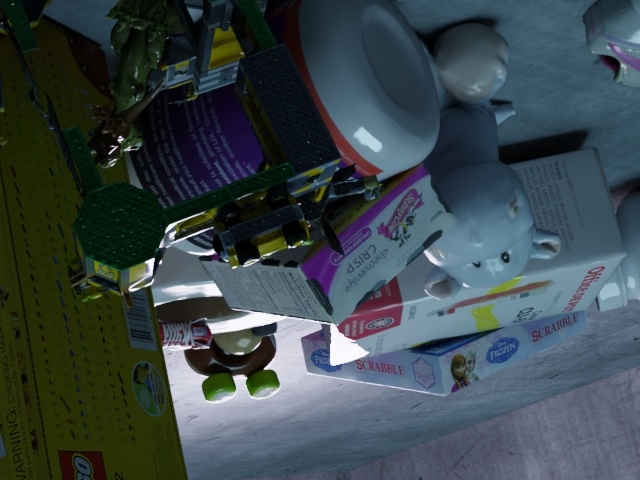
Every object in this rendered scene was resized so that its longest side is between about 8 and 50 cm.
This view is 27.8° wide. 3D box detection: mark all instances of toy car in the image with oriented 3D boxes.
[{"bbox_3d":[-0.111,0.132,1.950,0.149,0.155,0.188,-2,147,-32],"label":"toy car"}]

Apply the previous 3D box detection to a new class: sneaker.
[{"bbox_3d":[-0.183,0.119,1.644,0.067,0.042,0.118,-9,172,23],"label":"sneaker"},{"bbox_3d":[0.342,-0.206,1.309,0.111,0.103,0.252,-19,156,31],"label":"sneaker"}]

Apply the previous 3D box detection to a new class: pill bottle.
[{"bbox_3d":[0.560,-0.002,1.922,0.334,0.188,0.188,-15,162,6],"label":"pill bottle"},{"bbox_3d":[-0.063,-0.099,1.189,0.323,0.181,0.181,-23,160,30],"label":"pill bottle"}]

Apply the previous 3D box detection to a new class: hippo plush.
[{"bbox_3d":[0.113,-0.058,1.349,0.234,0.237,0.294,-15,162,6],"label":"hippo plush"}]

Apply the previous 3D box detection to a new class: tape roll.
[{"bbox_3d":[-0.158,0.045,1.653,0.286,0.100,0.286,-7,165,-2],"label":"tape roll"}]

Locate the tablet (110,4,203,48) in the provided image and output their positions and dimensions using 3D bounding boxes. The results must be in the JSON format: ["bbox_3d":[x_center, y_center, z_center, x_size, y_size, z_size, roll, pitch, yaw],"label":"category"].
[{"bbox_3d":[-0.144,-0.188,1.148,0.054,0.006,0.083,2,157,-41],"label":"tablet"}]

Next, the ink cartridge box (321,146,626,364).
[{"bbox_3d":[0.183,0.028,1.725,0.384,0.160,0.279,-13,163,-4],"label":"ink cartridge box"}]

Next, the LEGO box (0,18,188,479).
[{"bbox_3d":[-0.338,0.099,1.079,0.372,0.500,0.193,-21,161,22],"label":"LEGO box"}]

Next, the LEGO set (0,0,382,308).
[{"bbox_3d":[-0.126,-0.101,0.982,0.255,0.331,0.192,-30,169,-17],"label":"LEGO set"}]

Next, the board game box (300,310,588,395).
[{"bbox_3d":[0.189,0.143,1.995,0.318,0.066,0.318,-19,-167,-37],"label":"board game box"}]

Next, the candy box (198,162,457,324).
[{"bbox_3d":[0.000,0.000,1.239,0.159,0.071,0.233,-40,-161,-22],"label":"candy box"}]
